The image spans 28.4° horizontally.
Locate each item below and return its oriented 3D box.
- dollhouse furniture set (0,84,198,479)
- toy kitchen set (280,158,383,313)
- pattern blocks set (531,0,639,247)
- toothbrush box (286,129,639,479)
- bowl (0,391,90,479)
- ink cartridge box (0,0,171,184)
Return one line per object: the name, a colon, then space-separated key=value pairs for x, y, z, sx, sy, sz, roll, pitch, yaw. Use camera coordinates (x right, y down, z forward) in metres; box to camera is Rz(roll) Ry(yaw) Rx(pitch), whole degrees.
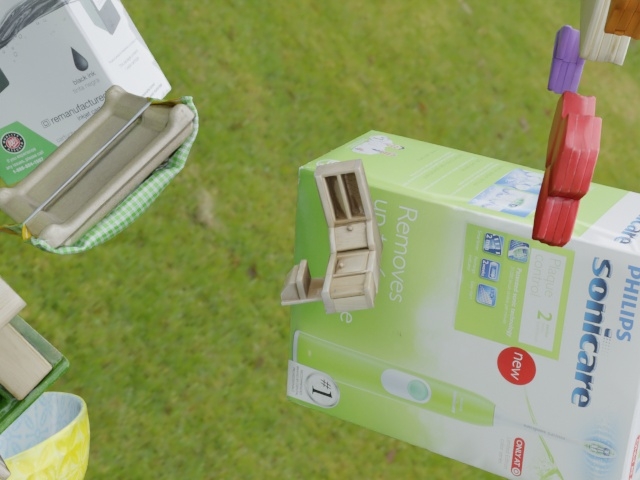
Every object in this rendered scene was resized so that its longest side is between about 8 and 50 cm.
dollhouse furniture set: x=-0.196 y=0.030 z=1.019 sx=0.151 sy=0.301 sz=0.197 roll=50 pitch=-12 yaw=-26
toy kitchen set: x=0.000 y=0.000 z=0.866 sx=0.083 sy=0.068 sz=0.075 roll=-77 pitch=155 yaw=-60
pattern blocks set: x=0.158 y=-0.185 z=0.616 sx=0.026 sy=0.325 sz=0.285 roll=11 pitch=49 yaw=3
toothbrush box: x=0.125 y=0.053 z=0.966 sx=0.283 sy=0.206 sz=0.122 roll=16 pitch=26 yaw=25
bowl: x=-0.371 y=0.282 z=1.346 sx=0.289 sy=0.289 sz=0.156 roll=-27 pitch=108 yaw=-56
ink cartridge box: x=-0.345 y=-0.240 z=1.468 sx=0.289 sy=0.211 sz=0.121 roll=59 pitch=26 yaw=-19
